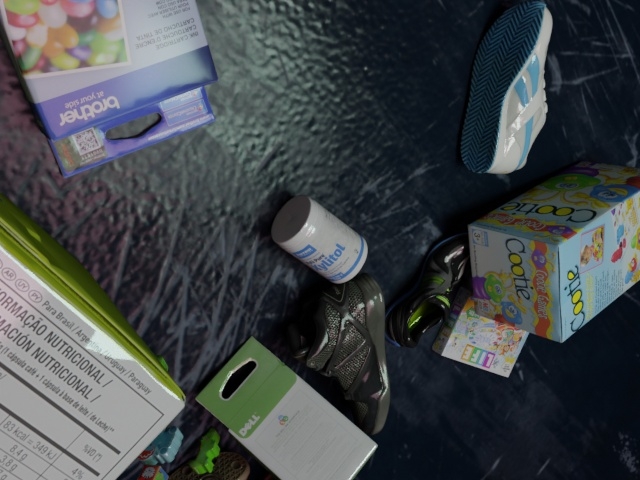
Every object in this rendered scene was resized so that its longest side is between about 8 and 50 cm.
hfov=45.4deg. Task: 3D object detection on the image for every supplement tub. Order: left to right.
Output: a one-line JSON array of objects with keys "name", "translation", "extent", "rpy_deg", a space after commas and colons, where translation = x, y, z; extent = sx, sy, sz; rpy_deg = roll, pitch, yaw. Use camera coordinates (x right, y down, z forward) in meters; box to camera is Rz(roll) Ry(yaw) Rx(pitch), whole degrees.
[{"name": "supplement tub", "translation": [0.000, 0.000, 0.934], "extent": [0.107, 0.071, 0.071], "rpy_deg": [35, 87, -34]}]

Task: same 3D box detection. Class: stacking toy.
[{"name": "stacking toy", "translation": [-0.197, 0.262, 0.859], "extent": [0.221, 0.052, 0.167], "rpy_deg": [-67, 145, -44]}]

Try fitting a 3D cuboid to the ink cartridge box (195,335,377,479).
[{"name": "ink cartridge box", "translation": [-0.044, 0.232, 0.955], "extent": [0.209, 0.062, 0.109], "rpy_deg": [40, 71, 10]}]

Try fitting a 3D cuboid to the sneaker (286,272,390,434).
[{"name": "sneaker", "translation": [0.021, 0.161, 0.995], "extent": [0.130, 0.087, 0.228], "rpy_deg": [-15, 116, -17]}]

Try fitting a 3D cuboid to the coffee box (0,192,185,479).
[{"name": "coffee box", "translation": [-0.372, 0.081, 0.579], "extent": [0.334, 0.337, 0.338], "rpy_deg": [-46, 122, -10]}]

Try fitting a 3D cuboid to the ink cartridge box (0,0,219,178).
[{"name": "ink cartridge box", "translation": [-0.216, -0.227, 0.738], "extent": [0.185, 0.065, 0.311], "rpy_deg": [-25, 119, -21]}]

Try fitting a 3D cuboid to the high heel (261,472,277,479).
[{"name": "high heel", "translation": [-0.125, 0.371, 0.964], "extent": [0.377, 0.127, 0.181], "rpy_deg": [-19, 111, -34]}]

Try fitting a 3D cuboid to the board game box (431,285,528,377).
[{"name": "board game box", "translation": [0.248, 0.140, 1.155], "extent": [0.154, 0.026, 0.103], "rpy_deg": [21, 95, -34]}]

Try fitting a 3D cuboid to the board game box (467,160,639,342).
[{"name": "board game box", "translation": [0.350, 0.004, 1.069], "extent": [0.275, 0.142, 0.144], "rpy_deg": [-26, 118, -35]}]

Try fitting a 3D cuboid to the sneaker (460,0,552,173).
[{"name": "sneaker", "translation": [0.258, -0.201, 1.018], "extent": [0.092, 0.087, 0.229], "rpy_deg": [-1, 114, -38]}]

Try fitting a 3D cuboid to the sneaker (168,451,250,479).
[{"name": "sneaker", "translation": [-0.172, 0.334, 0.960], "extent": [0.188, 0.066, 0.071], "rpy_deg": [-26, 135, -15]}]

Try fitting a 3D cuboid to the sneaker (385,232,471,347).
[{"name": "sneaker", "translation": [0.161, 0.073, 1.049], "extent": [0.188, 0.078, 0.067], "rpy_deg": [-51, 123, -9]}]
